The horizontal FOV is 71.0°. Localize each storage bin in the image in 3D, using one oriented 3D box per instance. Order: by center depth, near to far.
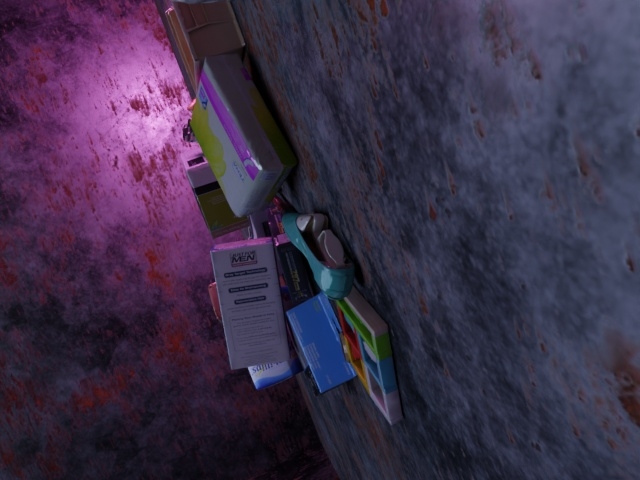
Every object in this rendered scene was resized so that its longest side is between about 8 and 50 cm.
[{"bbox_3d":[-0.287,-0.517,1.072,0.262,0.123,0.260,179,70,-77],"label":"storage bin"}]

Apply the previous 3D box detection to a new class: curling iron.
[{"bbox_3d":[-0.093,-0.089,1.153,0.274,0.035,0.068,-125,19,-48],"label":"curling iron"}]

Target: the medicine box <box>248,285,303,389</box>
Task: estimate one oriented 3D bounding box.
[{"bbox_3d":[-0.146,0.316,1.518,0.289,0.149,0.263,65,-160,12],"label":"medicine box"}]

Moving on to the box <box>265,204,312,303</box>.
[{"bbox_3d":[-0.088,0.029,1.209,0.232,0.059,0.183,-115,11,-59],"label":"box"}]

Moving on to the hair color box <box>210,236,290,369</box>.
[{"bbox_3d":[-0.194,0.175,1.275,0.105,0.174,0.347,-121,24,-77],"label":"hair color box"}]

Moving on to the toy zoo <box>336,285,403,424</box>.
[{"bbox_3d":[0.095,0.231,0.900,0.192,0.030,0.293,-131,24,-56],"label":"toy zoo"}]

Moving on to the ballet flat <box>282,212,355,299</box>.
[{"bbox_3d":[0.000,0.000,0.856,0.247,0.083,0.087,58,139,40],"label":"ballet flat"}]

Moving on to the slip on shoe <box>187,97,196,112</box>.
[{"bbox_3d":[-0.358,-0.360,1.598,0.123,0.101,0.331,37,159,57],"label":"slip on shoe"}]

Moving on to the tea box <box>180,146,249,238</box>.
[{"bbox_3d":[-0.449,-0.233,1.979,0.329,0.220,0.323,-133,26,-59],"label":"tea box"}]

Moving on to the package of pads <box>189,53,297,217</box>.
[{"bbox_3d":[-0.188,-0.226,1.018,0.296,0.101,0.229,62,148,12],"label":"package of pads"}]

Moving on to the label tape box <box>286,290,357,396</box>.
[{"bbox_3d":[-0.007,0.297,1.261,0.333,0.106,0.240,102,145,-68],"label":"label tape box"}]

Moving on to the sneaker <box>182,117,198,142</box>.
[{"bbox_3d":[-0.419,-0.454,1.790,0.331,0.146,0.122,4,89,52],"label":"sneaker"}]

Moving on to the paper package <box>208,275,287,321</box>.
[{"bbox_3d":[-0.301,0.251,1.939,0.325,0.310,0.168,111,141,-70],"label":"paper package"}]

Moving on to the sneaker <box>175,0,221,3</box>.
[{"bbox_3d":[-0.194,-0.452,0.728,0.305,0.152,0.114,-158,50,-71],"label":"sneaker"}]

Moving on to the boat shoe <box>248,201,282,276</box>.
[{"bbox_3d":[-0.191,-0.018,1.498,0.105,0.113,0.306,-137,30,-65],"label":"boat shoe"}]

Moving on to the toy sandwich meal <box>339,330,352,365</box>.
[{"bbox_3d":[0.067,0.254,1.066,0.085,0.029,0.085,167,90,-85],"label":"toy sandwich meal"}]
